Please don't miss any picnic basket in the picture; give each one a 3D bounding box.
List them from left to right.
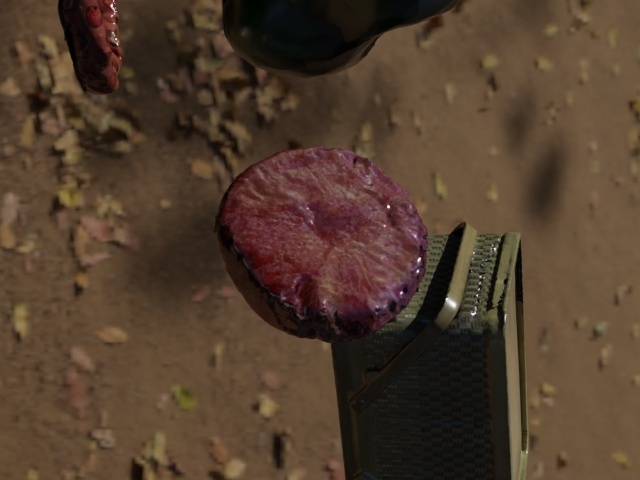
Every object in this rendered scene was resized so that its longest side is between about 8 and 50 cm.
[{"bbox_3d":[0.099,0.126,1.220,0.165,0.139,0.266,-69,156,-57],"label":"picnic basket"}]

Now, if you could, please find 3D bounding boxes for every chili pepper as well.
[{"bbox_3d":[0.017,-0.264,1.183,0.233,0.248,0.256,51,37,-10],"label":"chili pepper"}]

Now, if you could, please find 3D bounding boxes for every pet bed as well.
[{"bbox_3d":[-0.239,-0.243,1.466,0.201,0.054,0.201,172,-90,-89],"label":"pet bed"}]

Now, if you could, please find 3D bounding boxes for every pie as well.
[{"bbox_3d":[0.000,0.000,0.972,0.154,0.036,0.154,7,53,-9],"label":"pie"}]
